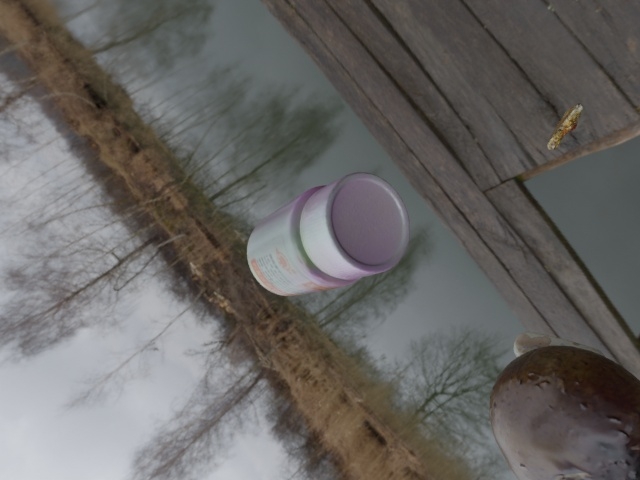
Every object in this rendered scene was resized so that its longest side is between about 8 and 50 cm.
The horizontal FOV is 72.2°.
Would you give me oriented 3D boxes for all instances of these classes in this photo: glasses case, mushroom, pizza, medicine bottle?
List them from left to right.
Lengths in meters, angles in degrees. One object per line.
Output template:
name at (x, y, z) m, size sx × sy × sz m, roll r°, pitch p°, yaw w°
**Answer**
medicine bottle at (0.000, 0.000, 0.967) m, size 0.219 × 0.219 × 0.388 m, roll 53°, pitch 149°, yaw -9°
glasses case at (0.589, 0.284, 1.089) m, size 0.204 × 0.081 × 0.051 m, roll 9°, pitch 145°, yaw 37°
pizza at (0.405, -0.189, 0.714) m, size 0.025 × 0.083 × 0.078 m, roll 34°, pitch 163°, yaw 10°
mushroom at (0.527, 0.339, 0.854) m, size 0.334 × 0.356 × 0.331 m, roll 18°, pitch 144°, yaw 56°
